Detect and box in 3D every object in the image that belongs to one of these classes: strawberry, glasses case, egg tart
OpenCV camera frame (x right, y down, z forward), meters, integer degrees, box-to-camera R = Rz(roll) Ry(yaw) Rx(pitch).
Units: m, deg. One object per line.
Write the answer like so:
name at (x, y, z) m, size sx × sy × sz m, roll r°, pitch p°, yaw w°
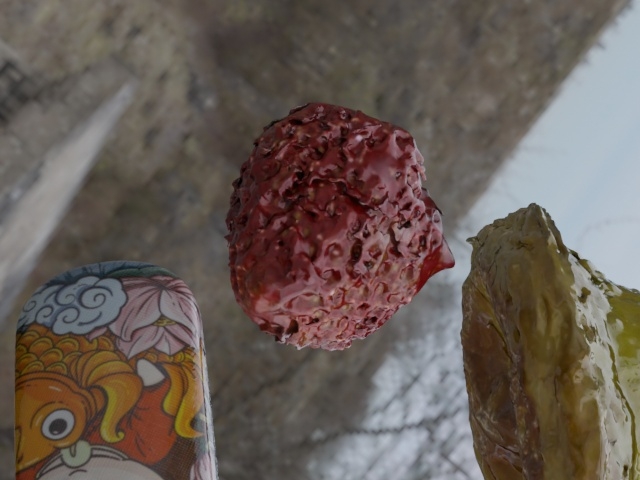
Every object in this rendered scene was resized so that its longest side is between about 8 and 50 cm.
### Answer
strawberry at (0.000, 0.000, 1.302) m, size 0.201 × 0.184 × 0.187 m, roll -48°, pitch 179°, yaw -42°
glasses case at (-0.123, 0.159, 1.035) m, size 0.082 × 0.122 × 0.321 m, roll 87°, pitch -4°, yaw -60°
egg tart at (0.236, 0.177, 1.476) m, size 0.178 × 0.443 × 0.443 m, roll -6°, pitch 180°, yaw -2°
